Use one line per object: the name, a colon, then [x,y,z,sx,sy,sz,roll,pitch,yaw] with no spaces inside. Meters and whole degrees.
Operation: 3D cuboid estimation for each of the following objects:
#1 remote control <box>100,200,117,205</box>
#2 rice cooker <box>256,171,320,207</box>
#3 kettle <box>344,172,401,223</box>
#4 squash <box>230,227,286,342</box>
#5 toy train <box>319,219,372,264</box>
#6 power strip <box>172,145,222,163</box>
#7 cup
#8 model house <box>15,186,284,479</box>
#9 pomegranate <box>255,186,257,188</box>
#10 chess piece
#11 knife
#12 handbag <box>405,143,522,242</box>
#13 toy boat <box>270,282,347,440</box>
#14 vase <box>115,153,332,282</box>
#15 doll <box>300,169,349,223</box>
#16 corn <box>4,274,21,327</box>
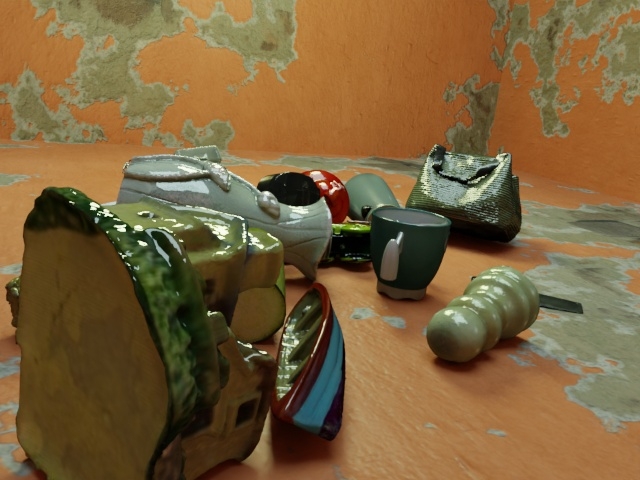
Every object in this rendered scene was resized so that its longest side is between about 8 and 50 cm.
remote control: [-0.464,-0.079,1.548,0.250,0.034,0.103,-17,-17,-38]
rice cooker: [-0.078,-0.110,1.478,0.106,0.112,0.165,-4,-7,37]
kettle: [0.182,-0.075,1.792,0.210,0.160,0.243,31,14,-22]
squash: [-0.124,0.060,1.079,0.132,0.132,0.247,5,26,-5]
toy train: [0.000,0.000,1.481,0.296,0.100,0.160,4,8,-1]
power strip: [-0.344,-0.114,1.466,0.106,0.043,0.367,-13,-19,-35]
cup: [0.181,0.030,1.292,0.167,0.173,0.299,12,17,20]
model house: [-0.145,0.111,0.645,0.261,0.321,0.266,24,21,32]
pomegranate: [-0.190,-0.072,1.529,0.148,0.148,0.169,15,60,30]
chess piece: [0.274,0.139,1.059,0.133,0.133,0.243,18,26,37]
knife: [0.457,0.123,1.355,0.245,0.019,0.072,13,18,17]
handbag: [0.440,-0.140,1.825,0.340,0.240,0.247,11,-10,25]
toy boat: [-0.015,0.164,0.867,0.079,0.136,0.392,36,12,-10]
vase: [-0.196,-0.035,1.276,0.445,0.250,0.250,10,15,-9]
doll: [-0.007,-0.110,1.703,0.160,0.182,0.363,-35,7,-10]
corn: [-0.340,0.077,1.022,0.131,0.131,0.344,19,23,40]
